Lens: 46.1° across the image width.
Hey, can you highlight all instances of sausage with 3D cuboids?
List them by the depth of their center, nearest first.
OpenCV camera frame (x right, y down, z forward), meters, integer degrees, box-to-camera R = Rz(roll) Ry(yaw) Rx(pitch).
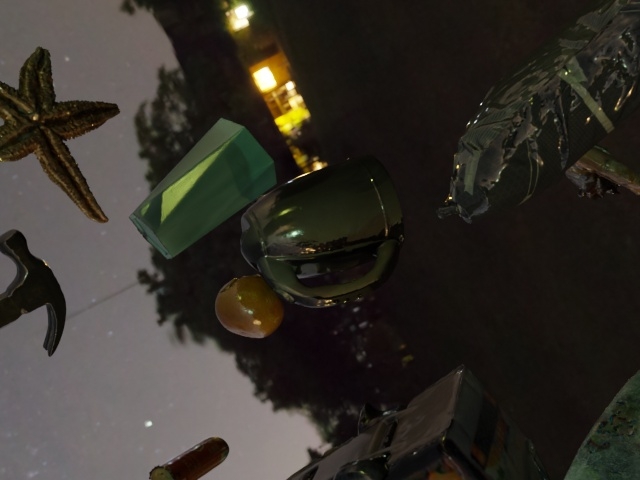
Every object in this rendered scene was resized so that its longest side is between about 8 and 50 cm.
[{"bbox_3d":[-0.287,0.511,1.724,0.083,0.083,0.264,63,-157,7],"label":"sausage"}]

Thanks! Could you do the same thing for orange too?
[{"bbox_3d":[-0.152,0.142,1.639,0.154,0.155,0.134,61,-135,-58],"label":"orange"}]

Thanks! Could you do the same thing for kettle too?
[{"bbox_3d":[0.000,0.000,1.568,0.228,0.324,0.320,96,152,-55],"label":"kettle"}]

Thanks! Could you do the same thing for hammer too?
[{"bbox_3d":[-0.523,0.167,0.928,0.044,0.440,0.168,20,140,58],"label":"hammer"}]

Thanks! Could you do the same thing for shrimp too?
[{"bbox_3d":[0.433,-0.094,1.094,0.178,0.075,0.289,37,-174,34],"label":"shrimp"}]

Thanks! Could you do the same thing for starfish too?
[{"bbox_3d":[-0.368,-0.163,1.040,0.295,0.048,0.231,50,-139,-21],"label":"starfish"}]

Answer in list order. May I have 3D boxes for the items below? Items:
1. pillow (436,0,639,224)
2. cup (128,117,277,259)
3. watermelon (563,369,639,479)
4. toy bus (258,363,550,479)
[{"bbox_3d":[0.224,-0.137,0.615,0.092,0.335,0.161,45,-163,-5],"label":"pillow"},{"bbox_3d":[-0.206,-0.084,1.279,0.148,0.236,0.134,28,153,49],"label":"cup"},{"bbox_3d":[0.398,0.209,0.706,0.175,0.322,0.188,34,141,55],"label":"watermelon"},{"bbox_3d":[0.022,0.231,0.582,0.138,0.317,0.112,47,-150,-3],"label":"toy bus"}]
